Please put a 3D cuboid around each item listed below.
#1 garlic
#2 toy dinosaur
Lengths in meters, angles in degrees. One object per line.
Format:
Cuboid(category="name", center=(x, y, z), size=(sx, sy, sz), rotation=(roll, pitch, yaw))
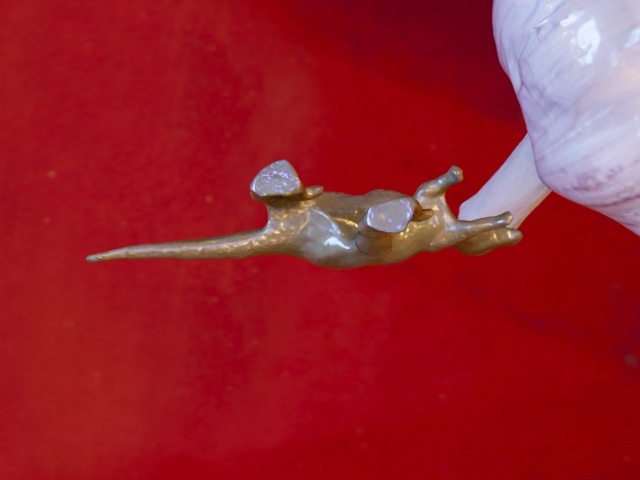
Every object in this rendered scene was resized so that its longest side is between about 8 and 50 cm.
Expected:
Cuboid(category="garlic", center=(0.136, -0.068, 0.800), size=(0.199, 0.226, 0.199), rotation=(20, 53, -30))
Cuboid(category="toy dinosaur", center=(0.000, 0.000, 0.702), size=(0.126, 0.162, 0.039), rotation=(32, 48, -68))
